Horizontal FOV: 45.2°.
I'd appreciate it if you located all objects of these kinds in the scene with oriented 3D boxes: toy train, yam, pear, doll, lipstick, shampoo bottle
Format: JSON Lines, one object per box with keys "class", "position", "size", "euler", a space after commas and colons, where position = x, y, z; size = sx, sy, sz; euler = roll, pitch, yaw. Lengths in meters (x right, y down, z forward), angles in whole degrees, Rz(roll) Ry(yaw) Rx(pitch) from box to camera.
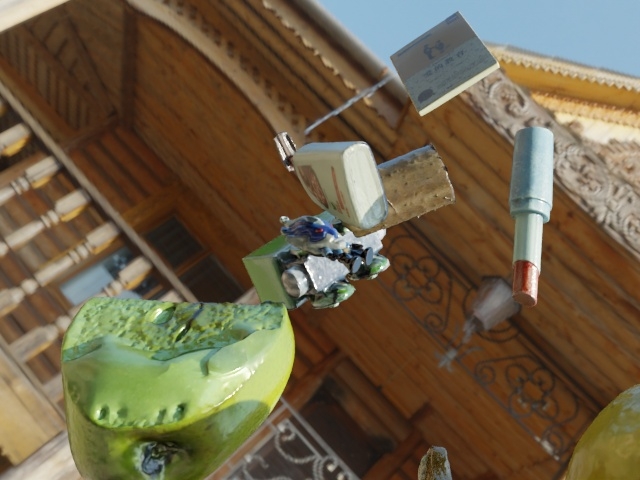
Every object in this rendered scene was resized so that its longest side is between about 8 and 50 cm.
{"class": "toy train", "position": [0.000, 0.039, 1.740], "size": [0.249, 0.307, 0.173], "euler": [-7, -69, 49]}
{"class": "yam", "position": [0.146, -0.095, 1.584], "size": [0.128, 0.238, 0.129], "euler": [62, 6, -49]}
{"class": "pear", "position": [-0.225, 0.243, 1.119], "size": [0.342, 0.318, 0.239], "euler": [1, -58, 13]}
{"class": "doll", "position": [0.000, 0.000, 1.342], "size": [0.195, 0.096, 0.070], "euler": [27, -60, 33]}
{"class": "lipstick", "position": [0.315, -0.037, 1.159], "size": [0.061, 0.274, 0.068], "euler": [-8, -25, 41]}
{"class": "shampoo bottle", "position": [0.004, -0.119, 1.318], "size": [0.284, 0.071, 0.153], "euler": [27, -37, 55]}

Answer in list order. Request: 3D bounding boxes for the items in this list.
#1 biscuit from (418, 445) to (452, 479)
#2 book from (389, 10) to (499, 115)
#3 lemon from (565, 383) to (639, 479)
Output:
{"class": "biscuit", "position": [0.169, 0.406, 1.007], "size": [0.301, 0.049, 0.197], "euler": [-108, -165, -72]}
{"class": "book", "position": [0.162, -0.242, 1.039], "size": [0.012, 0.118, 0.172], "euler": [49, 16, -35]}
{"class": "lemon", "position": [0.436, 0.308, 0.855], "size": [0.348, 0.348, 0.348], "euler": [35, -34, 28]}
